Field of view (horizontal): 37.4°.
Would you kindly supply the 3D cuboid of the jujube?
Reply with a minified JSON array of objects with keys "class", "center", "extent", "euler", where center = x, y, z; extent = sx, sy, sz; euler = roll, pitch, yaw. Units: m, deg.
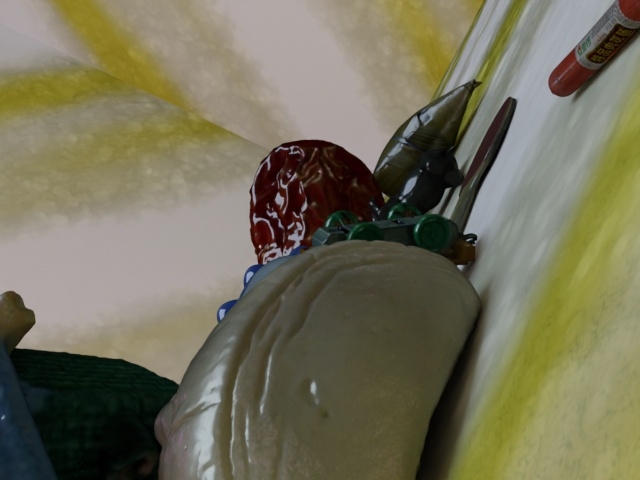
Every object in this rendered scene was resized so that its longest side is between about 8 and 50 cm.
[{"class":"jujube","center":[0.001,-0.001,1.788],"extent":[0.276,0.276,0.377],"euler":[116,154,-71]}]

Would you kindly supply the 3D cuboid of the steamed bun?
[{"class":"steamed bun","center":[-0.017,0.157,0.864],"extent":[0.247,0.236,0.384],"euler":[118,178,-50]}]

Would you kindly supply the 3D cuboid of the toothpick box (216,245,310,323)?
[{"class":"toothpick box","center":[-0.038,0.170,1.216],"extent":[0.355,0.262,0.263],"euler":[-64,0,-23]}]

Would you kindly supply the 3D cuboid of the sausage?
[{"class":"sausage","center":[0.252,-0.181,0.830],"extent":[0.253,0.034,0.034],"euler":[113,-178,-74]}]

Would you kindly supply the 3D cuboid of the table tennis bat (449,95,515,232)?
[{"class":"table tennis bat","center":[0.220,-0.097,1.314],"extent":[0.247,0.022,0.138],"euler":[-63,-1,-31]}]

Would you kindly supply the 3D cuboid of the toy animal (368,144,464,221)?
[{"class":"toy animal","center":[0.155,-0.049,1.566],"extent":[0.245,0.114,0.146],"euler":[-43,9,4]}]

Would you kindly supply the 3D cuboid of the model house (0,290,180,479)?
[{"class":"model house","center":[-0.313,0.242,0.947],"extent":[0.342,0.335,0.382],"euler":[-43,-29,20]}]

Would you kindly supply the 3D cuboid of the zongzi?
[{"class":"zongzi","center":[0.222,-0.216,1.912],"extent":[0.289,0.123,0.260],"euler":[-55,0,14]}]

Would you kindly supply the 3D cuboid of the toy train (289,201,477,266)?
[{"class":"toy train","center":[0.074,0.033,1.076],"extent":[0.091,0.227,0.136],"euler":[-148,55,-67]}]
